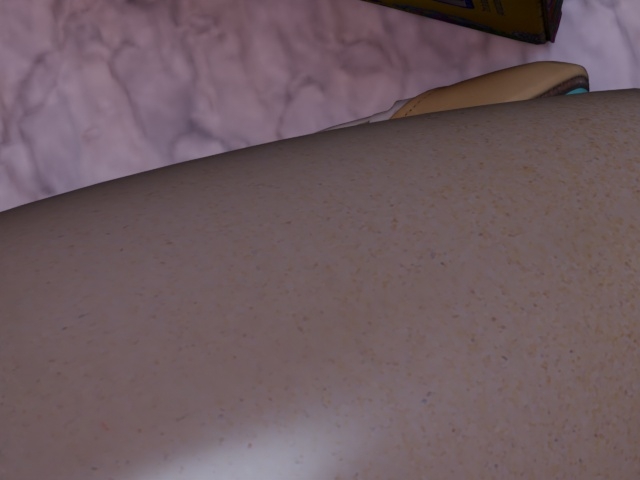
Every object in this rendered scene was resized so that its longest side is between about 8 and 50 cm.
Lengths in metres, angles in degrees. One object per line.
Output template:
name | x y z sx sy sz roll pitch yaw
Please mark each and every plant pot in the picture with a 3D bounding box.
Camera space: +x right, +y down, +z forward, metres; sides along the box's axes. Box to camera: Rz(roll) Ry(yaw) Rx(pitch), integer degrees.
plant pot | 0.010 0.069 0.576 0.274 0.256 0.256 -27 86 -10

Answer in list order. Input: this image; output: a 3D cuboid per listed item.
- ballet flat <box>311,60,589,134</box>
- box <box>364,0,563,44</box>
ballet flat | 0.000 0.000 0.707 0.232 0.080 0.073 -44 69 3
box | -0.016 -0.250 0.662 0.279 0.177 0.290 15 91 8
